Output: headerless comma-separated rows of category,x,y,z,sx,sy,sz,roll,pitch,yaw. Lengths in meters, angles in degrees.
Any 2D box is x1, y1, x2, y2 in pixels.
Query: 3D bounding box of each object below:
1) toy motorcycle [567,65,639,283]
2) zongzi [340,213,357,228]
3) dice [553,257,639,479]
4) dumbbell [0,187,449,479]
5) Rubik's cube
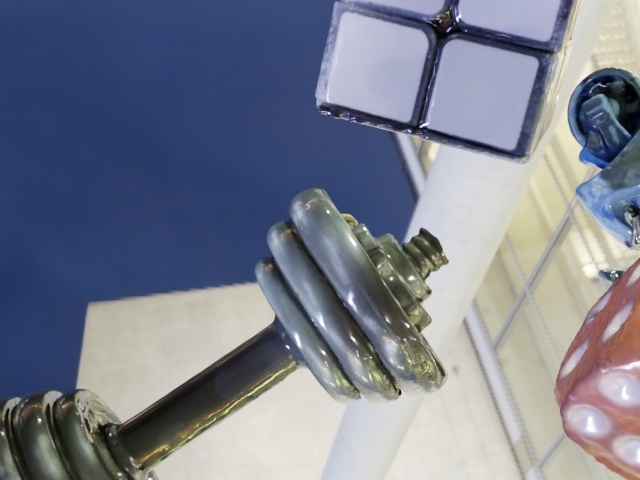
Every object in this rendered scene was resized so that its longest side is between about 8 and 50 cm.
toy motorcycle,0.383,-0.058,1.026,0.319,0.182,0.241,6,-111,42
zongzi,0.000,0.000,1.303,0.076,0.083,0.040,9,-146,-43
dice,0.334,0.118,0.944,0.175,0.174,0.179,38,-130,6
dumbbell,-0.081,0.115,0.755,0.406,0.179,0.179,-33,-117,1
Rubik's cube,0.200,-0.312,1.453,0.316,0.313,0.318,15,-162,11
